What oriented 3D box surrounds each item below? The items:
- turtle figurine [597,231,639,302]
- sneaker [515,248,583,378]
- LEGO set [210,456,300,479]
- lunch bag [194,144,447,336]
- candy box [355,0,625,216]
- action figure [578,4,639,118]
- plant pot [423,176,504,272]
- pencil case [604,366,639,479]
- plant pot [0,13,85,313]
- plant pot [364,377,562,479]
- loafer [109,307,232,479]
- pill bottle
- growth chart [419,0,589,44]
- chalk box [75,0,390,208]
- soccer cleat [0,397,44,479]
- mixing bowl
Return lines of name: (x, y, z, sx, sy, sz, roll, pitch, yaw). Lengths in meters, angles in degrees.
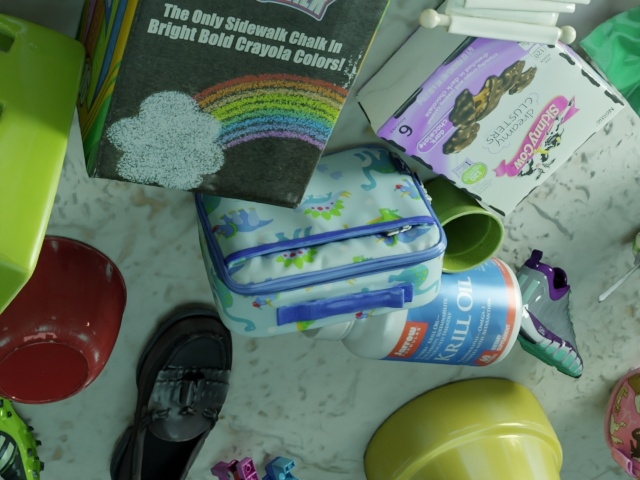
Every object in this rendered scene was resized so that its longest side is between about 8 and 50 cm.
turtle figurine: (0.458, 0.050, 1.190, 0.198, 0.274, 0.266, -9, 150, 38)
sneaker: (0.279, 0.091, 1.243, 0.098, 0.083, 0.224, -57, 143, -4)
LEGO set: (-0.069, 0.352, 1.345, 0.087, 0.093, 0.227, -32, 114, -39)
lunch bag: (0.000, 0.000, 0.986, 0.219, 0.176, 0.090, -10, 133, -10)
candy box: (0.163, -0.133, 0.996, 0.196, 0.070, 0.165, 28, 116, -36)
action figure: (0.371, -0.224, 0.995, 0.232, 0.063, 0.137, -37, 131, 20)
plant pot: (0.135, -0.023, 1.081, 0.083, 0.079, 0.083, -10, 133, -11)
pencil case: (0.570, 0.268, 1.454, 0.386, 0.167, 0.160, 14, 157, -29)
plant pot: (-0.326, -0.050, 0.771, 0.207, 0.227, 0.228, 23, 138, -26)
plant pot: (0.207, 0.345, 1.333, 0.254, 0.239, 0.254, -10, 133, -10)
loafer: (-0.160, 0.210, 1.175, 0.109, 0.095, 0.302, 6, 128, -25)
pill bottle: (0.091, 0.068, 1.117, 0.222, 0.124, 0.124, 6, 128, -25)
growth chart: (0.176, -0.273, 0.857, 0.172, 0.021, 0.237, 11, 105, -24)
chalk box: (-0.064, -0.197, 0.785, 0.180, 0.179, 0.289, 8, 126, -25)
soccer cleat: (-0.354, 0.217, 1.146, 0.072, 0.060, 0.178, -11, 128, 3)
mixing bowl: (-0.274, 0.095, 1.029, 0.182, 0.098, 0.181, -11, 134, -12)
